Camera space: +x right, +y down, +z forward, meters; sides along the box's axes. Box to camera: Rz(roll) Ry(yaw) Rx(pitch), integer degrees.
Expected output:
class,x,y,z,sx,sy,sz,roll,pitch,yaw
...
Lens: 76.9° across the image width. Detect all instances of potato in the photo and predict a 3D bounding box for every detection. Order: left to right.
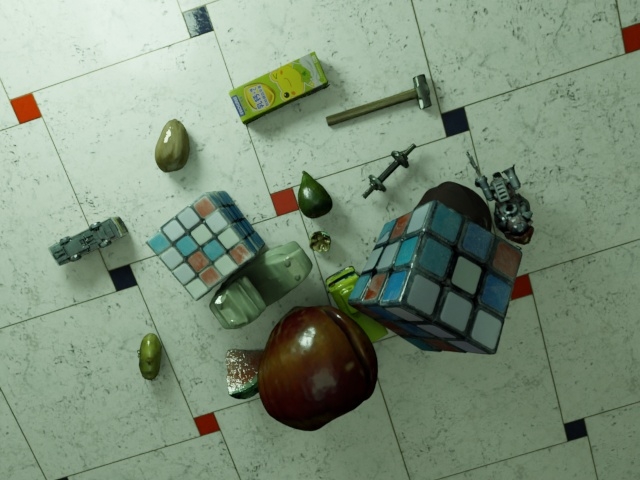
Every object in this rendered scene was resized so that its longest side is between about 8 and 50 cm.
class,x,y,z,sx,sy,sz,roll,pitch,yaw
potato,-0.638,0.440,1.506,0.085,0.105,0.188,1,113,-19

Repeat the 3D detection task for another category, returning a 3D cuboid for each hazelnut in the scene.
class,x,y,z,sx,sy,sz,roll,pitch,yaw
hazelnut,-0.029,0.425,1.327,0.402,0.429,0.402,11,60,-20

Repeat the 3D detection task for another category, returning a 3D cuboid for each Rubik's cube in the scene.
class,x,y,z,sx,sy,sz,roll,pitch,yaw
Rubik's cube,-0.369,0.005,1.353,0.253,0.256,0.259,-34,98,5
Rubik's cube,0.349,0.128,1.277,0.362,0.359,0.363,33,68,-13

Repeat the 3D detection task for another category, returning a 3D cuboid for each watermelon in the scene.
class,x,y,z,sx,sy,sz,roll,pitch,yaw
watermelon,-0.263,0.484,1.512,0.202,0.136,0.207,38,82,-13

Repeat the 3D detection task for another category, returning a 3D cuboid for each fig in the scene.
class,x,y,z,sx,sy,sz,roll,pitch,yaw
fig,-0.033,-0.166,1.412,0.117,0.117,0.177,-21,89,3

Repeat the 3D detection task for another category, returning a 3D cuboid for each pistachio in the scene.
class,x,y,z,sx,sy,sz,roll,pitch,yaw
pistachio,-0.504,-0.320,1.375,0.108,0.126,0.185,11,99,-46

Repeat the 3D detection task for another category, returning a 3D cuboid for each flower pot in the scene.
class,x,y,z,sx,sy,sz,roll,pitch,yaw
flower pot,-0.193,0.144,1.383,0.368,0.254,0.164,-35,99,3

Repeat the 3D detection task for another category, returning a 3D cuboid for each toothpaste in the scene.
class,x,y,z,sx,sy,sz,roll,pitch,yaw
toothpaste,-0.139,-0.509,1.357,0.328,0.077,0.110,-24,100,3

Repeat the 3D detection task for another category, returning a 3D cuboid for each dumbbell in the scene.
class,x,y,z,sx,sy,sz,roll,pitch,yaw
dumbbell,0.239,-0.241,1.409,0.081,0.081,0.254,44,96,-8

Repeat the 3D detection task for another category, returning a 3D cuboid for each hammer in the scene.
class,x,y,z,sx,sy,sz,roll,pitch,yaw
hammer,0.196,-0.463,1.394,0.366,0.043,0.111,-17,101,4

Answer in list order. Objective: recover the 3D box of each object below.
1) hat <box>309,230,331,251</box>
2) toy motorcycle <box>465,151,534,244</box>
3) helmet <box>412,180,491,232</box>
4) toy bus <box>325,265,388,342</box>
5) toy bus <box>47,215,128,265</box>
class,x,y,z,sx,sy,sz,roll,pitch,yaw
hat,0.000,-0.001,1.459,0.077,0.059,0.076,10,116,3
toy motorcycle,0.629,-0.144,1.376,0.134,0.207,0.401,-22,100,28
helmet,0.471,-0.081,1.385,0.305,0.225,0.177,32,66,-11
toy bus,0.130,0.237,1.456,0.128,0.150,0.262,-28,99,2
toy bus,-0.810,0.000,1.421,0.268,0.106,0.092,-25,100,6
